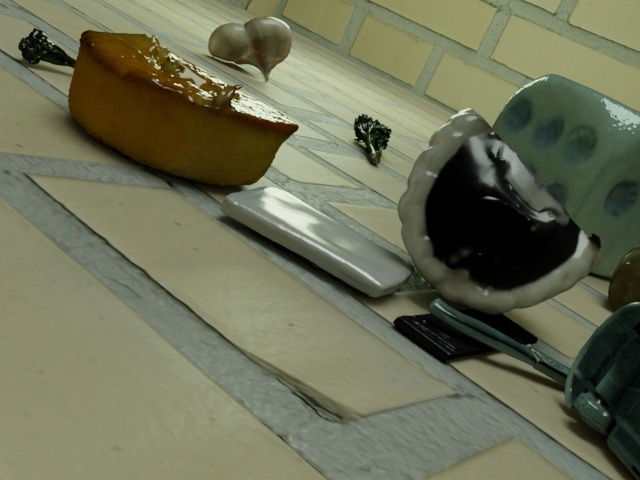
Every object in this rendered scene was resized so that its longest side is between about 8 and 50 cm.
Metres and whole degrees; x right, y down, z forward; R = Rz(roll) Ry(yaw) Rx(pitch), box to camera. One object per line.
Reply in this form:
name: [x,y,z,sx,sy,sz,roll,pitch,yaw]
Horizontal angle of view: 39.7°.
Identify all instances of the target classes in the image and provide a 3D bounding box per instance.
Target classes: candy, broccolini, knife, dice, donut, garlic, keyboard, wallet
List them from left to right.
broccolini: [-0.289,-0.217,1.141,0.042,0.044,0.218,18,1,44]
donut: [-0.147,-0.146,0.954,0.253,0.118,0.253,21,17,-7]
garlic: [-0.149,-0.410,1.867,0.174,0.124,0.099,-7,41,-13]
wallet: [0.000,0.000,0.856,0.183,0.032,0.124,30,15,13]
broccolini: [0.100,-0.178,1.570,0.074,0.058,0.201,15,15,-9]
keyboard: [0.141,0.085,0.826,0.061,0.013,0.204,34,17,30]
knife: [0.185,0.102,0.794,0.210,0.015,0.028,28,15,-16]
dice: [0.445,-0.109,1.486,0.262,0.265,0.268,13,20,-37]
candy: [0.516,0.094,1.222,0.234,0.102,0.104,30,16,15]

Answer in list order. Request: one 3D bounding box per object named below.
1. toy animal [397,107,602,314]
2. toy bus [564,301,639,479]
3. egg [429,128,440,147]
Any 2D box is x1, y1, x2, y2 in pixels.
toy animal: [0.167,-0.017,0.917,0.208,0.156,0.204,50,7,1]
toy bus: [0.293,0.152,0.659,0.119,0.121,0.265,29,12,-20]
egg: [0.281,-0.212,1.954,0.083,0.071,0.071,14,18,-44]
